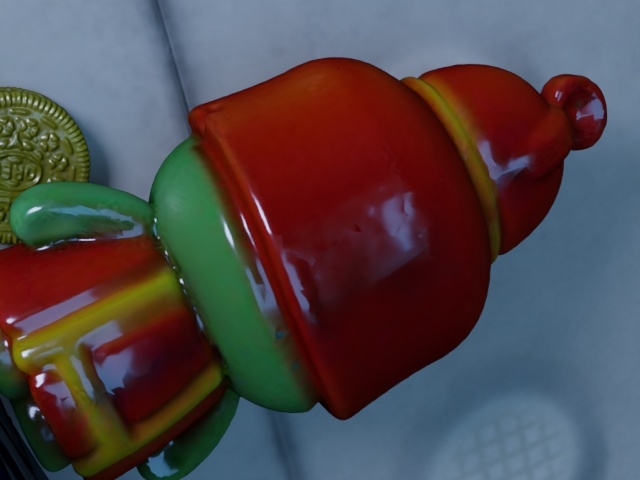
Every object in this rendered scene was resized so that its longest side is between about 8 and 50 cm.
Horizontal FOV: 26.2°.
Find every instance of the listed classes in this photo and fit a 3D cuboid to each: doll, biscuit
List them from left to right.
[{"bbox_3d":[-0.163,-0.039,0.720,0.084,0.023,0.084,-8,111,-22],"label":"biscuit"},{"bbox_3d":[-0.001,0.000,0.723,0.363,0.160,0.183,-28,109,-15],"label":"doll"}]

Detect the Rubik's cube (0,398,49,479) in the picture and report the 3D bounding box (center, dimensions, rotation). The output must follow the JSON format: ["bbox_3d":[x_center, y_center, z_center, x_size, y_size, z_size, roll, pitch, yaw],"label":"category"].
[{"bbox_3d":[-0.223,0.230,0.626,0.288,0.283,0.293,-32,125,-10],"label":"Rubik's cube"}]
